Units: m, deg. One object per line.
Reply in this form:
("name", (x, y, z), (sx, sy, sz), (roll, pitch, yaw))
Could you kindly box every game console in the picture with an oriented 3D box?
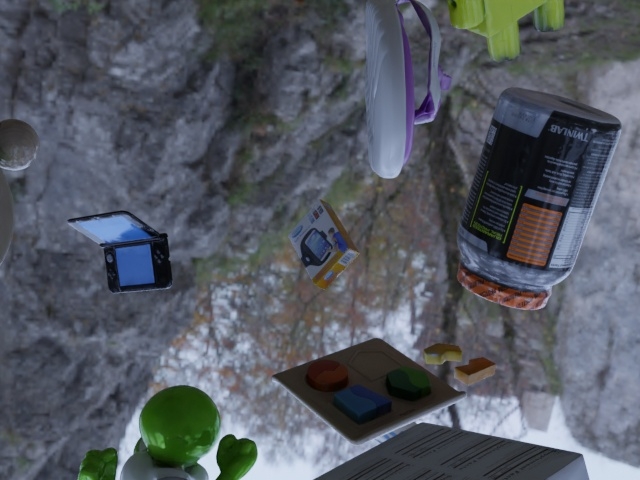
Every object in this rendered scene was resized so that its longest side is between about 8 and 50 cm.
("game console", (-0.264, 0.017, 1.185), (0.122, 0.107, 0.071), (-6, -179, 37))

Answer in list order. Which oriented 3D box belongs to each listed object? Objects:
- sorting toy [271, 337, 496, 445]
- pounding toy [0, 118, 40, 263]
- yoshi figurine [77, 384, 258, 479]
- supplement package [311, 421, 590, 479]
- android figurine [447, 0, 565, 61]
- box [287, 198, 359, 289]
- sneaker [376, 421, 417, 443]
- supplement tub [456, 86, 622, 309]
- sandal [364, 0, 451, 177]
("sorting toy", (0.109, 0.203, 1.384), (0.307, 0.041, 0.229), (-15, -154, -34))
("pounding toy", (-0.390, -0.042, 0.856), (0.183, 0.237, 0.110), (36, 143, -31))
("yoshi figurine", (-0.182, 0.297, 1.131), (0.203, 0.204, 0.362), (-37, -161, -3))
("supplement package", (0.122, 0.280, 0.762), (0.149, 0.194, 0.203), (-21, -171, -31))
("android figurine", (0.242, -0.359, 1.086), (0.248, 0.273, 0.056), (-33, -136, -20))
("box", (0.000, 0.000, 1.378), (0.028, 0.081, 0.136), (25, -155, -44))
("sneaker", (0.101, 0.299, 1.649), (0.237, 0.086, 0.085), (37, -151, -5))
("supplement tub", (0.330, -0.065, 1.412), (0.193, 0.316, 0.193), (14, -162, -5))
("sandal", (0.105, -0.211, 1.071), (0.102, 0.170, 0.416), (0, -150, 2))
